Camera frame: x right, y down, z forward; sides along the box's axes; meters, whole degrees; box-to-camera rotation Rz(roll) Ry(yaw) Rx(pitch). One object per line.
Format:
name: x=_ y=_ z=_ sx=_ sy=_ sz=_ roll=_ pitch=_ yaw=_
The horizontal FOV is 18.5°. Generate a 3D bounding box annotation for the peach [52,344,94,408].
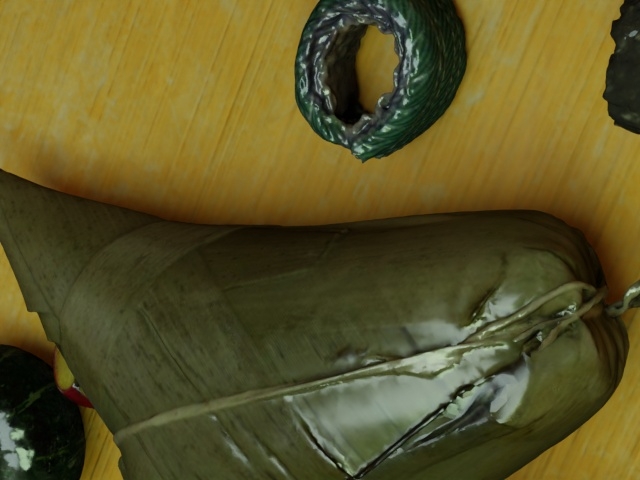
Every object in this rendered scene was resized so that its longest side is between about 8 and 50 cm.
peach: x=-0.199 y=0.101 z=1.686 sx=0.050 sy=0.077 sz=0.083 roll=-12 pitch=106 yaw=51

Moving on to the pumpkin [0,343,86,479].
pumpkin: x=-0.284 y=0.172 z=1.707 sx=0.167 sy=0.125 sz=0.167 roll=0 pitch=86 yaw=5

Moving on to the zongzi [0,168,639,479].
zongzi: x=-0.010 y=0.003 z=1.492 sx=0.500 sy=0.218 sz=0.467 roll=-39 pitch=83 yaw=26

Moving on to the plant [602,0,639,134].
plant: x=0.304 y=-0.122 z=1.365 sx=0.203 sy=0.142 sz=0.131 roll=15 pitch=90 yaw=27

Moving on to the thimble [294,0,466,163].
thimble: x=0.043 y=-0.137 z=1.513 sx=0.118 sy=0.090 sz=0.135 roll=36 pitch=115 yaw=18
